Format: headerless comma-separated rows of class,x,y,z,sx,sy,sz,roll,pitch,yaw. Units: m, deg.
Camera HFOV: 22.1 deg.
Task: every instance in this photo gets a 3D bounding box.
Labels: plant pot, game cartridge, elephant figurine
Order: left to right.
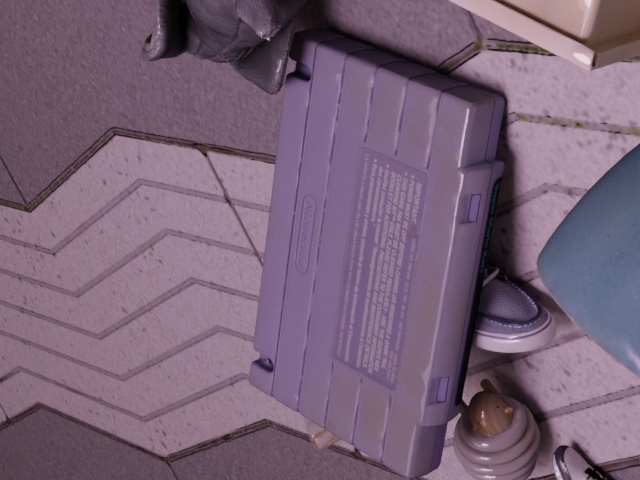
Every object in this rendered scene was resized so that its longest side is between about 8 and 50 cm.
elephant figurine,-0.079,-0.206,1.437,0.169,0.186,0.239,43,143,10
game cartridge,0.046,0.011,1.466,0.230,0.068,0.355,24,117,36
plant pot,0.311,0.004,1.027,0.290,0.290,0.195,38,109,26

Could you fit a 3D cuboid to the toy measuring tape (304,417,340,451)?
toy measuring tape,0.020,0.152,1.700,0.121,0.121,0.330,37,153,28

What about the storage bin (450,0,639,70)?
storage bin,0.146,-0.230,0.976,0.262,0.260,0.123,32,125,34

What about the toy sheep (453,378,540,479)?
toy sheep,0.167,0.190,1.554,0.091,0.091,0.132,26,153,40

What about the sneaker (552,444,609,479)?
sneaker,0.259,0.230,1.515,0.109,0.040,0.044,50,133,1

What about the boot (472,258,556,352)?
boot,0.128,0.032,1.463,0.190,0.069,0.086,23,137,45
